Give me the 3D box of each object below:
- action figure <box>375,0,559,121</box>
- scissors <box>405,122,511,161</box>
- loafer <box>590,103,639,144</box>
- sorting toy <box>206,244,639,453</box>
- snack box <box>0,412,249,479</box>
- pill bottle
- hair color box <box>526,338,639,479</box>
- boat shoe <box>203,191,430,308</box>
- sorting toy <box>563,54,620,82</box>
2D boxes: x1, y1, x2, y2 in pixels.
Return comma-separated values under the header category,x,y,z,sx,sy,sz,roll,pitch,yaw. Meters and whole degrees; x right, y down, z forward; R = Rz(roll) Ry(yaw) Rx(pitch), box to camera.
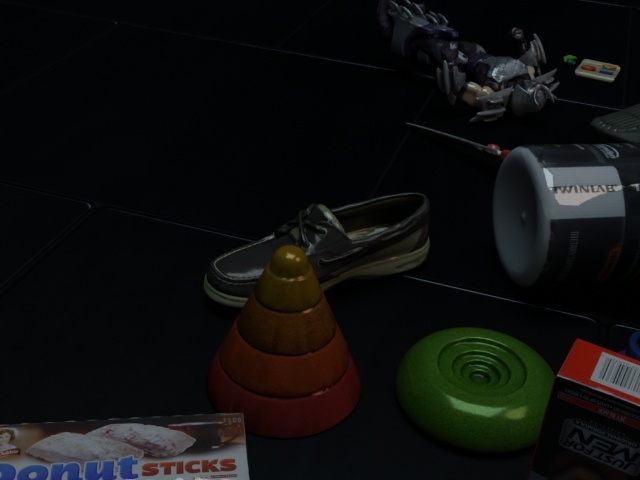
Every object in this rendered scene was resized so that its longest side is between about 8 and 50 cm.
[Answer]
category,x,y,z,sx,sy,sz,roll,pitch,yaw
action figure,0.198,-0.242,1.178,0.185,0.099,0.285,-13,39,-40
scissors,0.202,-0.098,0.978,0.297,0.021,0.109,25,12,29
loafer,0.379,-0.093,0.983,0.094,0.087,0.251,-18,20,1
sorting toy,0.098,0.067,0.647,0.366,0.126,0.127,4,32,1
snack box,-0.138,0.148,0.587,0.178,0.022,0.064,-1,34,-9
pill bottle,0.295,-0.026,0.810,0.246,0.130,0.130,-3,33,-10
hair color box,0.166,0.135,0.530,0.072,0.141,0.043,19,36,23
boat shoe,0.001,0.000,0.789,0.224,0.073,0.080,-12,35,-24
sorting toy,0.395,-0.255,1.294,0.083,0.012,0.062,17,35,20
